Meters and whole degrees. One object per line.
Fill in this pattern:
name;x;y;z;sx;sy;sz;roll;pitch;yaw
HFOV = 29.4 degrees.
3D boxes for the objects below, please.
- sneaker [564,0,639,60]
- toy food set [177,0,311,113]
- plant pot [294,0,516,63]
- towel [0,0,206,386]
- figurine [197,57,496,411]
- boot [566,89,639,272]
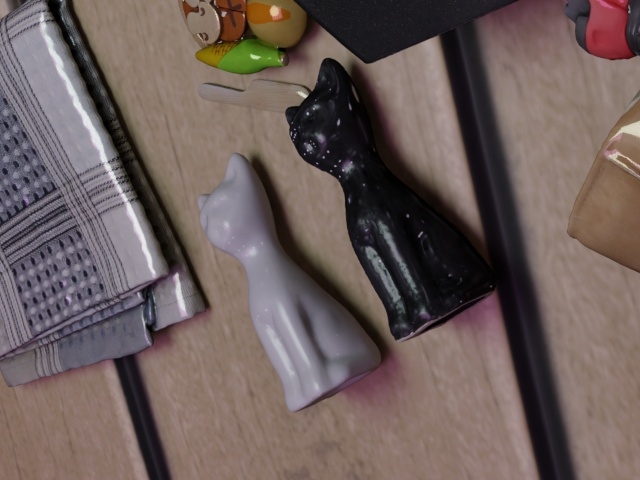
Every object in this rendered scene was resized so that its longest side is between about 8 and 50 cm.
sneaker;0.238;-0.212;0.671;0.135;0.097;0.276;28;124;25
toy food set;-0.065;-0.190;0.936;0.132;0.038;0.192;10;114;33
plant pot;0.061;-0.220;0.752;0.188;0.187;0.167;-17;109;39
towel;-0.276;-0.027;1.144;0.312;0.056;0.324;-22;95;39
figurine;0.000;0.000;0.942;0.215;0.092;0.209;-39;77;40
boot;0.300;-0.025;0.707;0.269;0.089;0.236;35;124;22
